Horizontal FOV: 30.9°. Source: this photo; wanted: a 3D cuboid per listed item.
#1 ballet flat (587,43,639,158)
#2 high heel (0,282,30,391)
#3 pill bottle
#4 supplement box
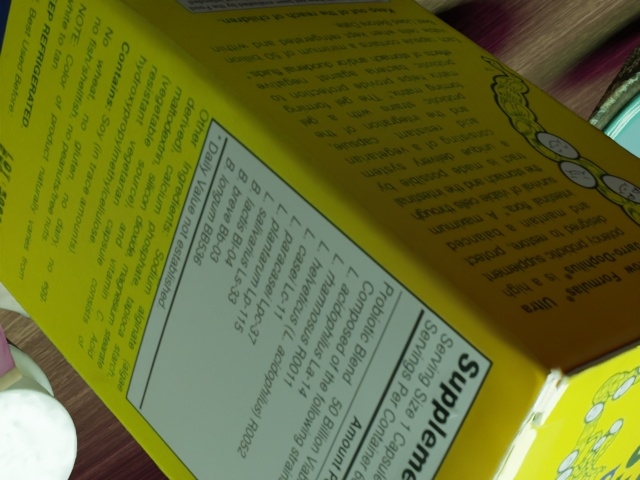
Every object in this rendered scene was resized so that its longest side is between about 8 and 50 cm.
[{"bbox_3d":[0.471,-0.227,1.212,0.482,0.182,0.164,-35,126,27],"label":"ballet flat"},{"bbox_3d":[-0.210,-0.024,0.807,0.127,0.181,0.377,-15,-168,12],"label":"high heel"},{"bbox_3d":[-0.273,0.121,0.868,0.121,0.121,0.221,-21,-155,-29],"label":"pill bottle"},{"bbox_3d":[0.000,0.000,0.572,0.195,0.356,0.194,-15,137,-44],"label":"supplement box"}]
